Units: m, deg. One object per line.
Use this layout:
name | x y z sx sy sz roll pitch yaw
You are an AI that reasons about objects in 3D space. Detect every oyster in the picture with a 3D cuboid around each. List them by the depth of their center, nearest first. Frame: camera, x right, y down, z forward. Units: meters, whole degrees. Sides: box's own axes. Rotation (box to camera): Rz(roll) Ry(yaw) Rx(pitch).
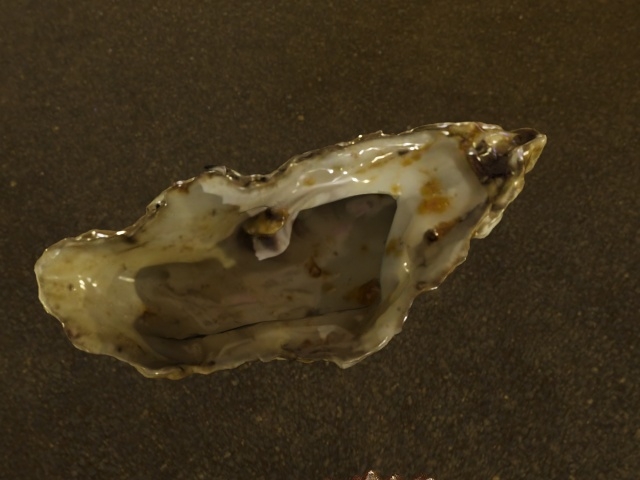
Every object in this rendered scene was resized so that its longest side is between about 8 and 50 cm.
oyster | -0.002 -0.001 0.450 0.341 0.110 0.166 -33 86 -17

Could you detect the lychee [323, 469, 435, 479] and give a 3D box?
lychee | 0.013 0.203 0.224 0.272 0.271 0.271 -2 52 2
